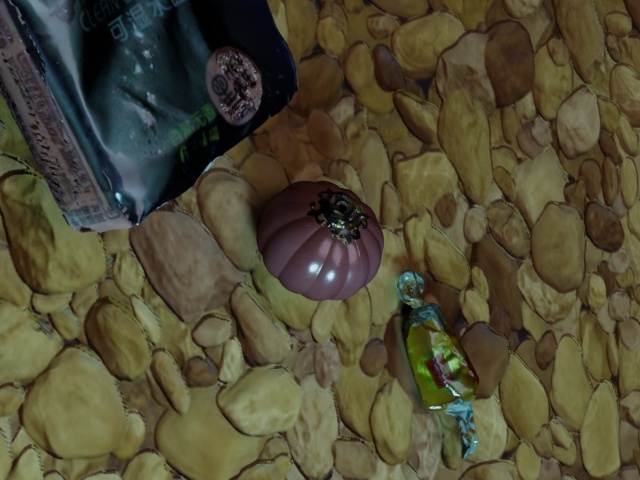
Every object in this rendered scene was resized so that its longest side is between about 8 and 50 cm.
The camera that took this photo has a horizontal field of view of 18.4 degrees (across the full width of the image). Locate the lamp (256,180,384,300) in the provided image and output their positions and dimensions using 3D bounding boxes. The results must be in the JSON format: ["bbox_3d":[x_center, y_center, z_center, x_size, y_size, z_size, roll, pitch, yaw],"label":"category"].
[{"bbox_3d":[0.000,0.000,1.628,0.107,0.092,0.107,16,45,-17],"label":"lamp"}]

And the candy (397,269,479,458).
[{"bbox_3d":[0.109,0.112,1.763,0.053,0.046,0.182,-32,105,-48],"label":"candy"}]

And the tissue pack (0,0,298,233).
[{"bbox_3d":[-0.161,-0.195,1.462,0.245,0.123,0.332,-42,114,-46],"label":"tissue pack"}]
